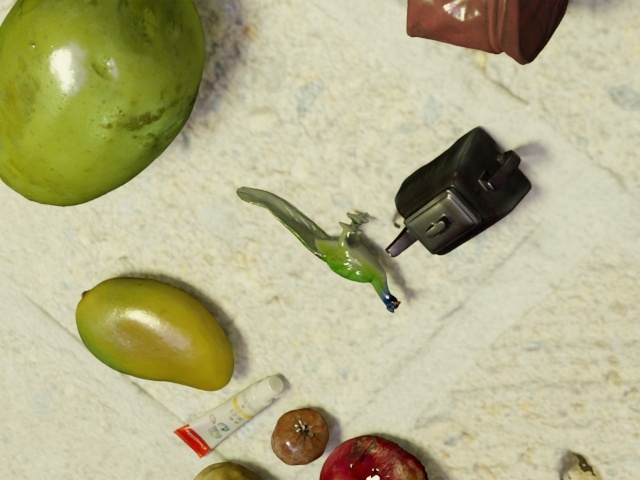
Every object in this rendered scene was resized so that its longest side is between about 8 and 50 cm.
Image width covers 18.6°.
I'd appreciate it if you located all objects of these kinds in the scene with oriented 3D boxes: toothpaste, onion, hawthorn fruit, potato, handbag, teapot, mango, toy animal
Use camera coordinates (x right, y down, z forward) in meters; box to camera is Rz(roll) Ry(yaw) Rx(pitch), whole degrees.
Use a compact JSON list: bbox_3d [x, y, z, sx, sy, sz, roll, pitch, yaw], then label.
[{"bbox_3d":[-0.106,0.205,2.285,0.048,0.031,0.190,44,133,-9],"label":"toothpaste"},{"bbox_3d":[0.045,0.301,2.197,0.150,0.140,0.150,17,119,34],"label":"onion"},{"bbox_3d":[-0.029,0.231,2.249,0.067,0.067,0.103,40,157,-2],"label":"hawthorn fruit"},{"bbox_3d":[-0.235,-0.158,1.988,0.216,0.216,0.304,33,126,4],"label":"potato"},{"bbox_3d":[0.160,-0.273,1.739,0.135,0.146,0.225,18,126,20],"label":"handbag"},{"bbox_3d":[0.131,-0.034,1.949,0.087,0.096,0.177,48,130,-8],"label":"teapot"},{"bbox_3d":[-0.187,0.102,2.227,0.191,0.085,0.122,10,116,10],"label":"mango"},{"bbox_3d":[0.008,-0.010,2.072,0.217,0.041,0.075,38,133,6],"label":"toy animal"}]

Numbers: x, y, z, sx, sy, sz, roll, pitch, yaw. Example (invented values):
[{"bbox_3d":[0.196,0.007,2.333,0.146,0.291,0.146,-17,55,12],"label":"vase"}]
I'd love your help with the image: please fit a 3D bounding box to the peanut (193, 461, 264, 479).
[{"bbox_3d":[-0.062,0.361,2.307,0.236,0.120,0.110,42,92,4],"label":"peanut"}]
